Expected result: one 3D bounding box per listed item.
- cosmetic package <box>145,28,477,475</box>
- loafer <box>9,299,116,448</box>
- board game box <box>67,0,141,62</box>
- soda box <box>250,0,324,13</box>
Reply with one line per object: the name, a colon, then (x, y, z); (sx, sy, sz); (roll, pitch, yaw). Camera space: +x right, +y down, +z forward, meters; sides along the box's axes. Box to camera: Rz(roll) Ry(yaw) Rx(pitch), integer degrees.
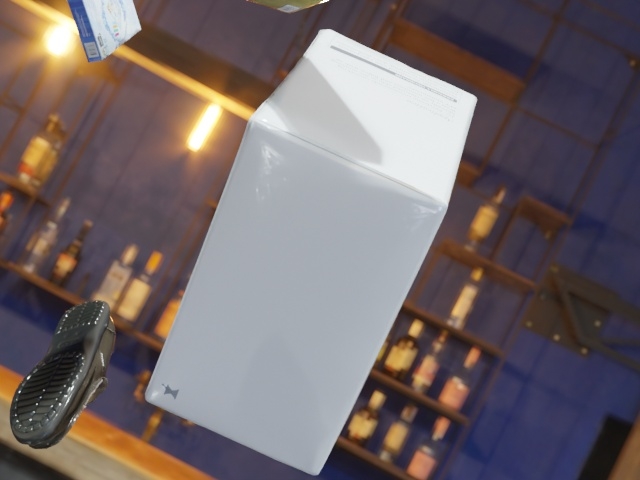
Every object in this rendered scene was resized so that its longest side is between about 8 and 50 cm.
cosmetic package: (0.000, 0.000, 0.859); (0.138, 0.224, 0.225); (25, 27, 2)
loafer: (-0.268, 0.156, 1.331); (0.080, 0.220, 0.078); (-11, -58, 21)
board game box: (-0.213, -0.231, 1.172); (0.020, 0.090, 0.090); (-4, -63, 22)
soda box: (0.001, -0.191, 0.754); (0.058, 0.061, 0.181); (13, -5, -27)
